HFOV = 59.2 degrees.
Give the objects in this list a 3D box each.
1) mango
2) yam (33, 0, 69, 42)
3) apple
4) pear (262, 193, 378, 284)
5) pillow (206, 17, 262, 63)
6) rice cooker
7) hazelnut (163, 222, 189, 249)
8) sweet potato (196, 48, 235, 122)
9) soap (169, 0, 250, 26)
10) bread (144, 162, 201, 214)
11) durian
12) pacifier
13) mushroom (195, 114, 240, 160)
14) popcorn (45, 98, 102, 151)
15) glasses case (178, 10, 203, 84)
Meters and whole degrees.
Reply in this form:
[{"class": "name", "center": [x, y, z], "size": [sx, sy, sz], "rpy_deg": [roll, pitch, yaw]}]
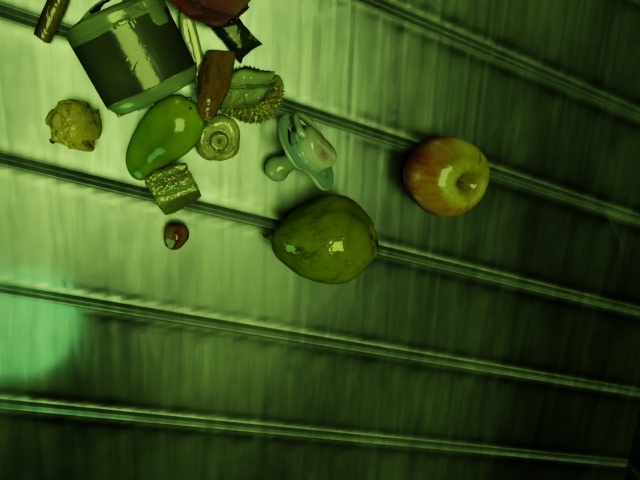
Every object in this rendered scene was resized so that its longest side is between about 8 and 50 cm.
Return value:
[{"class": "mango", "center": [-0.449, -0.292, 1.603], "size": [0.293, 0.175, 0.143], "rpy_deg": [-41, 150, 20]}, {"class": "yam", "center": [-0.691, -0.639, 1.482], "size": [0.057, 0.057, 0.241], "rpy_deg": [24, 98, -23]}, {"class": "apple", "center": [0.418, -0.218, 1.889], "size": [0.286, 0.233, 0.286], "rpy_deg": [-7, 108, -21]}, {"class": "pear", "center": [0.000, 0.000, 1.802], "size": [0.375, 0.287, 0.287], "rpy_deg": [4, 107, 4]}, {"class": "pillow", "center": [-0.251, -0.602, 1.643], "size": [0.090, 0.048, 0.150], "rpy_deg": [-46, 115, -8]}, {"class": "rice cooker", "center": [-0.494, -0.496, 1.479], "size": [0.288, 0.288, 0.277], "rpy_deg": [-29, 112, -8]}, {"class": "hazelnut", "center": [-0.448, -0.015, 1.752], "size": [0.086, 0.086, 0.086], "rpy_deg": [-5, 108, -17]}, {"class": "sweet potato", "center": [-0.298, -0.440, 1.564], "size": [0.097, 0.097, 0.251], "rpy_deg": [20, 65, -23]}, {"class": "soap", "center": [-0.321, -0.710, 1.487], "size": [0.325, 0.127, 0.220], "rpy_deg": [41, 72, -33]}, {"class": "bread", "center": [-0.431, -0.149, 1.655], "size": [0.138, 0.196, 0.102], "rpy_deg": [-23, 86, -9]}, {"class": "durian", "center": [-0.220, -0.422, 1.668], "size": [0.193, 0.237, 0.138], "rpy_deg": [-59, 159, -14]}, {"class": "pacifier", "center": [-0.079, -0.265, 1.755], "size": [0.226, 0.238, 0.287], "rpy_deg": [-24, 146, 22]}, {"class": "mushroom", "center": [-0.307, -0.304, 1.685], "size": [0.148, 0.112, 0.148], "rpy_deg": [-4, 113, -9]}, {"class": "popcorn", "center": [-0.669, -0.315, 1.539], "size": [0.152, 0.167, 0.148], "rpy_deg": [-16, 74, 6]}, {"class": "glasses case", "center": [-0.366, -0.550, 1.605], "size": [0.051, 0.081, 0.204], "rpy_deg": [-14, 109, -12]}]
